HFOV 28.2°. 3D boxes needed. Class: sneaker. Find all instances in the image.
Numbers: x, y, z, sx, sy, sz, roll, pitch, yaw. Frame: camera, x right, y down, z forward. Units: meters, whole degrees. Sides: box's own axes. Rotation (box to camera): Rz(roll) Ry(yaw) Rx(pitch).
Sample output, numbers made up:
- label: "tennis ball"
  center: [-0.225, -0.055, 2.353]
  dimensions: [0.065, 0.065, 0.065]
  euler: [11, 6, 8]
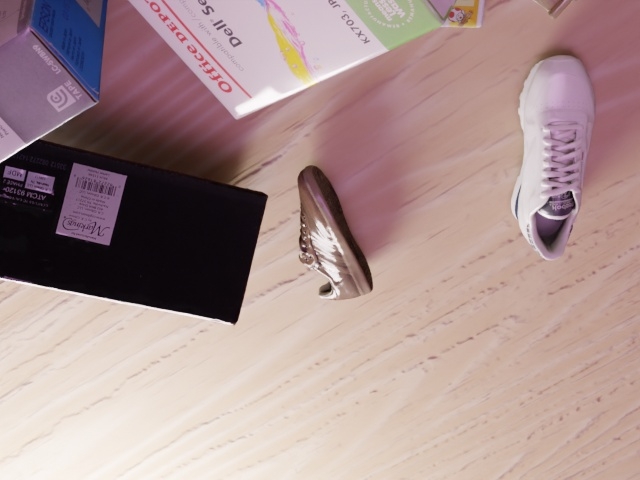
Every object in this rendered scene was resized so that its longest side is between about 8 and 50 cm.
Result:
- label: "sneaker"
  center: [0.000, 0.000, 1.504]
  dimensions: [0.071, 0.066, 0.188]
  euler: [-19, 121, 12]
- label: "sneaker"
  center: [0.268, -0.093, 1.430]
  dimensions: [0.090, 0.094, 0.235]
  euler: [-1, 122, 2]

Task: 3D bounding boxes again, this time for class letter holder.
- label: "letter holder"
  center: [-0.247, -0.021, 1.438]
  dimensions: [0.302, 0.214, 0.152]
  euler: [13, 92, -22]

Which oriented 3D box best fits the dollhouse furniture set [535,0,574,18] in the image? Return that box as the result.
- label: "dollhouse furniture set"
  center: [0.282, -0.313, 1.245]
  dimensions: [0.101, 0.161, 0.182]
  euler: [31, 119, -19]

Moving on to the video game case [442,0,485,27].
- label: "video game case"
  center: [0.075, -0.330, 1.313]
  dimensions: [0.206, 0.026, 0.226]
  euler: [2, 122, -1]

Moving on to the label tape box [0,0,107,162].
- label: "label tape box"
  center: [-0.377, -0.156, 1.288]
  dimensions: [0.334, 0.240, 0.106]
  euler: [-29, 126, 17]

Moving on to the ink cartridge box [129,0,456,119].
- label: "ink cartridge box"
  center: [-0.055, -0.250, 1.225]
  dimensions: [0.353, 0.119, 0.207]
  euler: [-19, 123, 43]
